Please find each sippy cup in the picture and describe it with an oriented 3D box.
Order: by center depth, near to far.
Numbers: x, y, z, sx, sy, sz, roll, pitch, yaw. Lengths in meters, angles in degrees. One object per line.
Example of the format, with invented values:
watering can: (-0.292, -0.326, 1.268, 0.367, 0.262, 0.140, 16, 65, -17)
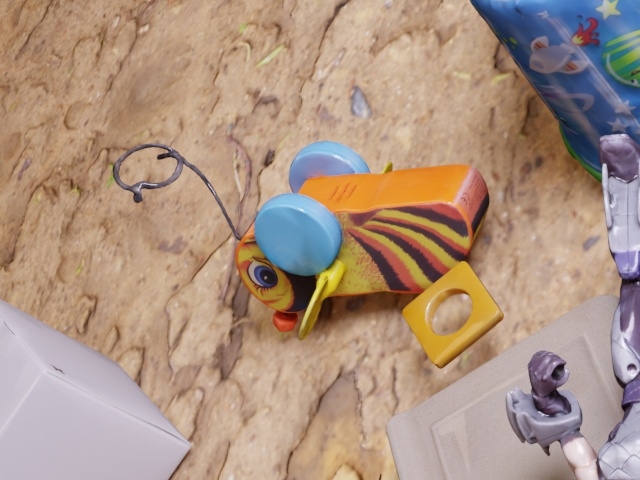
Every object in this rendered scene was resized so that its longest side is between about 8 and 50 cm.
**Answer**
sippy cup: (0.218, -0.175, 1.004, 0.305, 0.224, 0.240, -13, 56, 40)

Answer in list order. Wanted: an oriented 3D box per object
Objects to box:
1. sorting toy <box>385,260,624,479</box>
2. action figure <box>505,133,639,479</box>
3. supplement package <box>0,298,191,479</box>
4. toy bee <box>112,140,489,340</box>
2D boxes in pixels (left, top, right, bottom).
sorting toy: (0.152, 0.152, 0.984, 0.196, 0.047, 0.348, -31, 47, 18)
action figure: (0.210, 0.078, 0.896, 0.185, 0.099, 0.285, 3, 59, 14)
supplement package: (-0.288, 0.229, 1.283, 0.293, 0.175, 0.177, -55, 37, 1)
toy bee: (0.000, 0.000, 1.196, 0.298, 0.162, 0.195, 22, 49, 39)
